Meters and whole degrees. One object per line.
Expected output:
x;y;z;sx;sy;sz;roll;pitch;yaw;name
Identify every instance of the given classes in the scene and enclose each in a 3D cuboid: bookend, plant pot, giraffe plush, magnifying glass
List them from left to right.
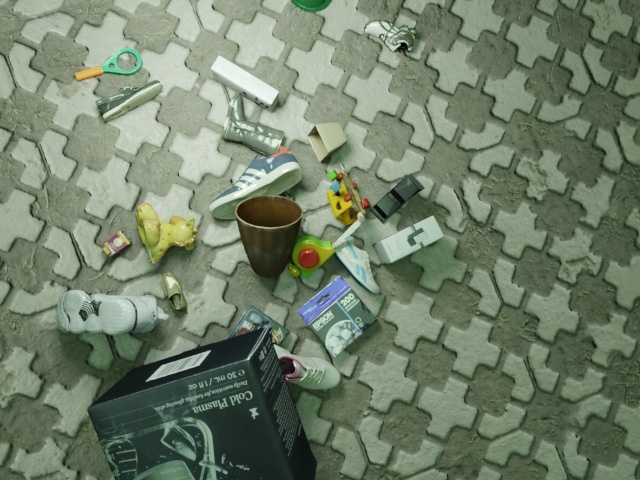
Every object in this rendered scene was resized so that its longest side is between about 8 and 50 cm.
-0.741;-0.608;1.736;0.231;0.026;0.092;-20;88;-6;magnifying glass
-0.506;-0.028;1.657;0.171;0.181;0.210;-16;76;-28;giraffe plush
-0.171;-0.001;1.644;0.216;0.215;0.230;1;123;-5;plant pot
0.030;-0.359;1.754;0.096;0.109;0.109;-25;88;-19;plant pot
0.266;-0.145;1.729;0.156;0.157;0.072;-43;90;-8;bookend

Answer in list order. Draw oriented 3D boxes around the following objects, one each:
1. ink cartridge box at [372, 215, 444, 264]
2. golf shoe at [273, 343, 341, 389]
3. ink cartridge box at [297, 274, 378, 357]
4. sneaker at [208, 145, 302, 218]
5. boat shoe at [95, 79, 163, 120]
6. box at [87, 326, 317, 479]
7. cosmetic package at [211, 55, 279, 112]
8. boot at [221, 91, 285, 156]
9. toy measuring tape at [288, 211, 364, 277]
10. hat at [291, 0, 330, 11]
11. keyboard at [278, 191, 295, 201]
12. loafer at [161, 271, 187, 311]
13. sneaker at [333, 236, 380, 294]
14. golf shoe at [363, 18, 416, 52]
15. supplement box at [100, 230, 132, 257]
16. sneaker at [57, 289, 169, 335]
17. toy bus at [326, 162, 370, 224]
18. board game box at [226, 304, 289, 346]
0.303;0.001;1.724;0.209;0.153;0.086;-25;87;-8;ink cartridge box
-0.062;0.440;1.645;0.307;0.140;0.115;20;86;-18;golf shoe
0.060;0.263;1.735;0.206;0.045;0.208;-40;89;-7;ink cartridge box
-0.236;-0.203;1.712;0.350;0.131;0.148;-27;62;4;sneaker
-0.658;-0.500;1.706;0.233;0.084;0.079;-29;89;-4;boat shoe
-0.317;0.571;1.436;0.480;0.297;0.471;-19;96;6;box
-0.263;-0.546;1.740;0.239;0.099;0.060;31;83;-2;cosmetic package
-0.227;-0.406;1.744;0.209;0.076;0.189;15;99;3;boot
0.000;0.000;1.685;0.121;0.121;0.330;45;105;-1;toy measuring tape
-0.038;-0.950;1.748;0.173;0.183;0.208;-32;89;-7;hat
-0.181;-0.106;1.751;0.108;0.023;0.180;35;82;-2;keyboard
-0.497;0.174;1.685;0.056;0.050;0.147;-28;89;-7;loafer
0.141;0.090;1.735;0.092;0.087;0.228;-39;92;-8;sneaker
0.253;-0.747;1.815;0.198;0.077;0.093;8;85;-4;golf shoe
-0.693;0.014;1.682;0.083;0.043;0.055;-39;91;-6;supplement box
-0.681;0.240;1.626;0.366;0.210;0.137;2;84;29;sneaker
0.074;-0.153;1.734;0.104;0.202;0.191;-35;97;23;toy bus
-0.242;0.367;1.698;0.165;0.042;0.243;34;83;-2;board game box
